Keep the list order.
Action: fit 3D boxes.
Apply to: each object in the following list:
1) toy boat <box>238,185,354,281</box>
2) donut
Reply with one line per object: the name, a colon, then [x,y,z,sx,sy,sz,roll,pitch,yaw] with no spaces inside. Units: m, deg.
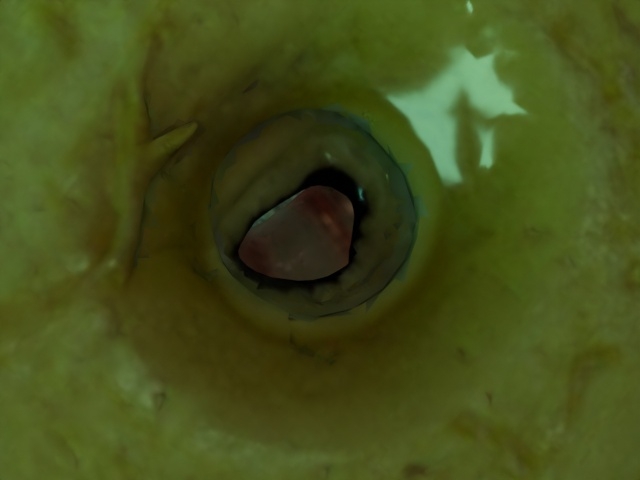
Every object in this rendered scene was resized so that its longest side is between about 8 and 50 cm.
toy boat: [-0.008,0.032,0.675,0.096,0.282,0.206,-6,111,58]
donut: [0.000,0.000,0.532,0.449,0.449,0.198,53,168,3]
